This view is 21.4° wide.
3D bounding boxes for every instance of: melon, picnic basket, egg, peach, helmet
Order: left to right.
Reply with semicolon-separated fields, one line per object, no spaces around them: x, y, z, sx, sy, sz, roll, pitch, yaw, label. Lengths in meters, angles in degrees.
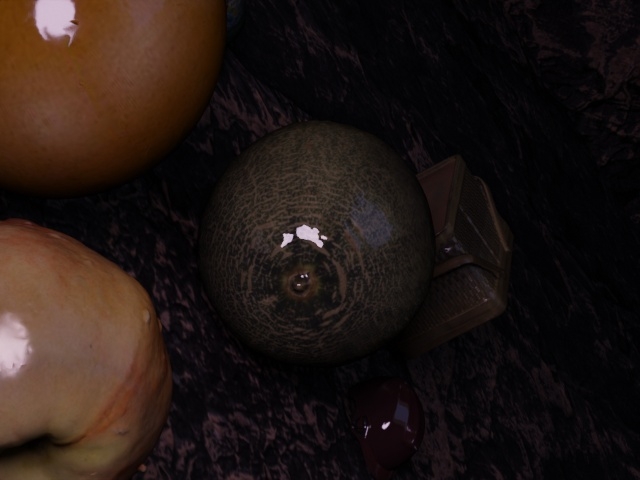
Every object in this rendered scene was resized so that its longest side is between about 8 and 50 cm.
-0.210;0.074;1.209;0.232;0.232;0.232;50;24;-32;peach
-0.220;-0.195;1.389;0.282;0.283;0.351;37;30;-51;egg
0.000;0.000;1.757;0.248;0.249;0.329;60;17;-10;melon
0.083;0.209;1.953;0.098;0.070;0.123;41;29;-48;helmet
0.145;0.019;2.200;0.139;0.165;0.266;55;21;-17;picnic basket

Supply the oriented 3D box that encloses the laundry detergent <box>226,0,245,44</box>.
-0.131;-0.339;1.942;0.144;0.078;0.221;-61;153;-56;laundry detergent
